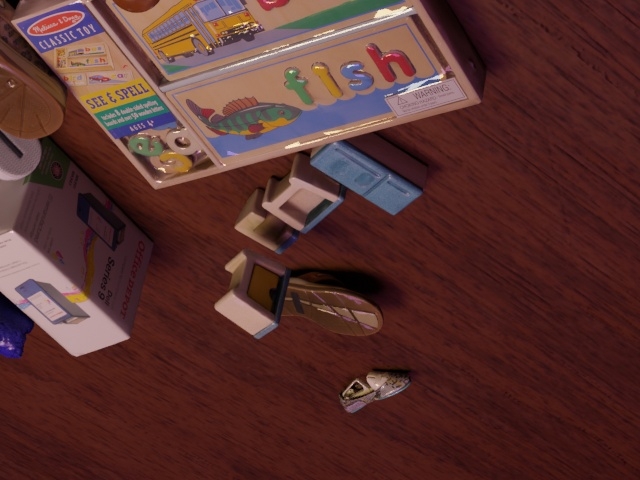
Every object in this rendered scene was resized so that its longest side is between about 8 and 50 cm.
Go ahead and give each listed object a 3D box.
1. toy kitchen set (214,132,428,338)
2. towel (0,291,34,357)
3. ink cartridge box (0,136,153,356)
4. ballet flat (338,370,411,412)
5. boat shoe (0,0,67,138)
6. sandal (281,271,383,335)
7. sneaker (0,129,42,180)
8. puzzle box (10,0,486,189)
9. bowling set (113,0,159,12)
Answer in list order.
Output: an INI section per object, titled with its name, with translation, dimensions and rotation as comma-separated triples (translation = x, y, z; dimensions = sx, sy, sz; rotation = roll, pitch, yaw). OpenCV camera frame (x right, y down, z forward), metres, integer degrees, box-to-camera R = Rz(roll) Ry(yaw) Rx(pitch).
[toy kitchen set]
translation = 0.000, 0.000, 1.655
dimensions = 0.122, 0.166, 0.207
rotation = 30, 138, -20
[towel]
translation = -0.483, 0.029, 1.776
dimensions = 0.308, 0.227, 0.076
rotation = 26, 106, -16
[ink cartridge box]
translation = -0.300, 0.008, 1.749
dimensions = 0.093, 0.154, 0.212
rotation = -17, 132, 27
[ballet flat]
translation = 0.065, 0.191, 1.969
dimensions = 0.041, 0.041, 0.114
rotation = 37, 134, -27
[boat shoe]
translation = -0.367, -0.222, 1.546
dimensions = 0.105, 0.089, 0.285
rotation = -22, 129, 25
[sandal]
translation = -0.006, 0.066, 1.835
dimensions = 0.180, 0.049, 0.072
rotation = 11, 137, 24
[sneaker]
translation = -0.408, -0.163, 1.627
dimensions = 0.091, 0.094, 0.258
rotation = 5, 136, 49
[puzzle box]
translation = -0.072, -0.197, 1.529
dimensions = 0.409, 0.052, 0.272
rotation = -14, 133, 28
[bowling set]
translation = -0.167, -0.315, 1.367
dimensions = 0.287, 0.154, 0.200
rotation = 19, 158, -6
